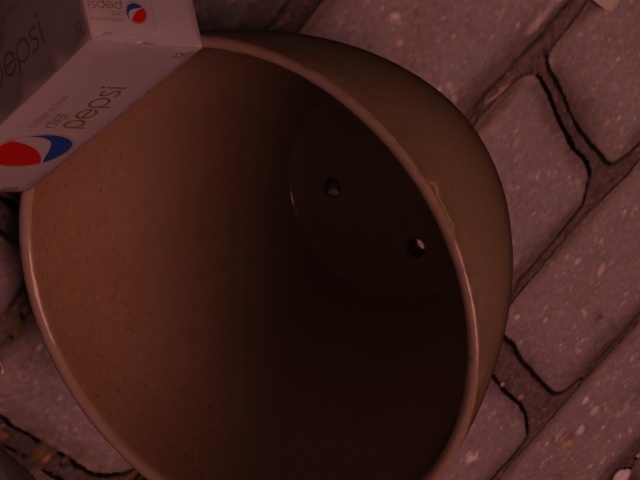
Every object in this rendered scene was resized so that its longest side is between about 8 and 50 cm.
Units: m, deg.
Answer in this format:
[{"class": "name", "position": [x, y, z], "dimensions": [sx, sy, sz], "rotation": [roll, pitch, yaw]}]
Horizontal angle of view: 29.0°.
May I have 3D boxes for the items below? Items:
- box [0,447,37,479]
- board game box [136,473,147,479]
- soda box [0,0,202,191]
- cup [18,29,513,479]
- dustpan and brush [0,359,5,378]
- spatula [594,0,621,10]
[{"class": "box", "position": [-0.256, 0.207, 0.902], "dimensions": [0.102, 0.087, 0.101], "rotation": [-42, 137, -9]}, {"class": "board game box", "position": [-0.114, 0.220, 1.063], "dimensions": [0.092, 0.043, 0.181], "rotation": [16, 107, -45]}, {"class": "soda box", "position": [-0.156, -0.096, 0.698], "dimensions": [0.069, 0.074, 0.216], "rotation": [-3, 163, -39]}, {"class": "cup", "position": [0.000, 0.000, 0.847], "dimensions": [0.237, 0.331, 0.331], "rotation": [-34, 141, -53]}, {"class": "dustpan and brush", "position": [-0.264, 0.040, 0.814], "dimensions": [0.147, 0.060, 0.211], "rotation": [-50, 132, -16]}, {"class": "spatula", "position": [0.272, -0.327, 1.038], "dimensions": [0.168, 0.019, 0.242], "rotation": [24, 100, -41]}]
